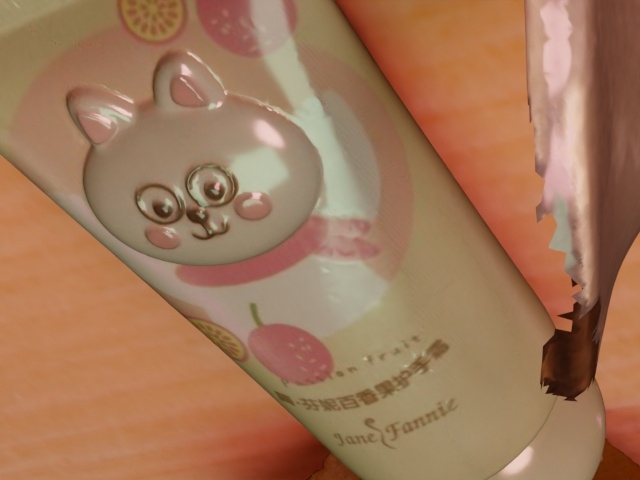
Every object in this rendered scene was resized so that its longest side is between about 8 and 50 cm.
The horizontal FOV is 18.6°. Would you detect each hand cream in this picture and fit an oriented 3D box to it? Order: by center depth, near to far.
[{"bbox_3d":[0.000,0.000,0.682,0.147,0.093,0.306,-19,133,28],"label":"hand cream"}]

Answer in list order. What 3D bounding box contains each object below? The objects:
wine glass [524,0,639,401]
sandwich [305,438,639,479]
[{"bbox_3d":[0.206,-0.062,0.445,0.323,0.238,0.238,-3,147,5],"label":"wine glass"},{"bbox_3d":[0.062,0.129,0.869,0.244,0.088,0.090,-3,155,-1],"label":"sandwich"}]
